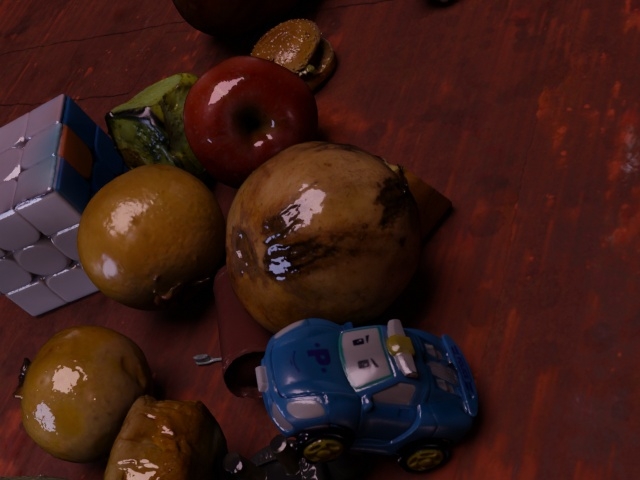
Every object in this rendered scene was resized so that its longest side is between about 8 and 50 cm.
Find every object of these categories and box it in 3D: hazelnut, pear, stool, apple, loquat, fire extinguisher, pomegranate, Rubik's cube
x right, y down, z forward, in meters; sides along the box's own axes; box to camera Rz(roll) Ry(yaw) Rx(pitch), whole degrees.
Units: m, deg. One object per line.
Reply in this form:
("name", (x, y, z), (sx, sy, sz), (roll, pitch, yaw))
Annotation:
("hazelnut", (-0.189, -0.668, 1.968), (0.421, 0.353, 0.421), (-48, 33, 45))
("pear", (-0.291, -0.216, 1.764), (0.164, 0.238, 0.255), (-6, 28, 34))
("stool", (-0.044, 0.341, 1.196), (0.153, 0.139, 0.228), (22, 71, 42))
("apple", (-0.134, -0.234, 1.630), (0.260, 0.260, 0.216), (-35, 17, 4))
("loquat", (-0.404, 0.257, 1.423), (0.244, 0.244, 0.244), (-17, 48, 20))
("fire extinguisher", (-0.108, 0.113, 1.440), (0.147, 0.106, 0.337), (-8, 37, -5))
("pomegranate", (0.000, 0.000, 1.287), (0.322, 0.322, 0.322), (-17, 48, 20))
("Rubik's cube", (-0.559, -0.068, 1.739), (0.291, 0.291, 0.290), (-22, 47, 17))
("loquat", (-0.308, 0.006, 1.537), (0.275, 0.275, 0.275), (-17, 48, 20))

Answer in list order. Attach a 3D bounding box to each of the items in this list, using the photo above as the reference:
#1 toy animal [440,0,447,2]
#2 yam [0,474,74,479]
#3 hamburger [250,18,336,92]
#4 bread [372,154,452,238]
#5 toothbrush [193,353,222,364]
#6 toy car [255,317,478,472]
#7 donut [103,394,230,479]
("toy animal", (0.231, -0.632, 1.802), (0.140, 0.138, 0.282), (-24, 45, 20))
("yam", (-0.398, 0.464, 1.293), (0.271, 0.202, 0.201), (-9, 73, 25))
("hamburger", (-0.061, -0.403, 1.822), (0.182, 0.118, 0.191), (8, 56, 33))
("bread", (0.109, -0.059, 1.402), (0.140, 0.160, 0.169), (26, 72, 43))
("toothbrush", (-0.127, 0.195, 1.449), (0.220, 0.019, 0.016), (-10, 43, 25))
("toy car", (0.070, 0.192, 1.152), (0.166, 0.314, 0.198), (-59, 29, 36))
("donut", (-0.209, 0.381, 1.174), (0.160, 0.330, 0.330), (-5, 52, 10))
